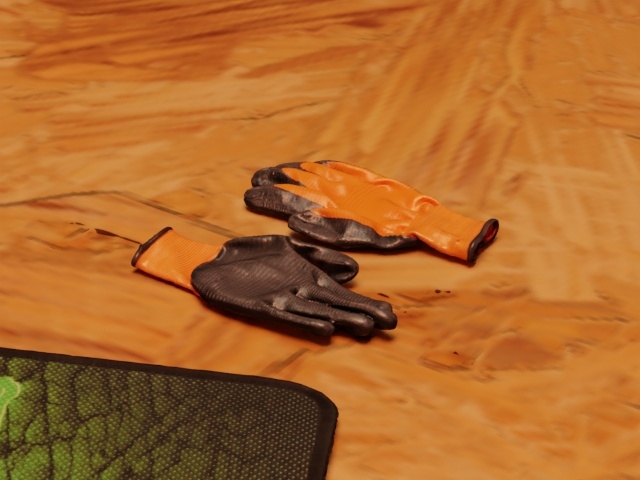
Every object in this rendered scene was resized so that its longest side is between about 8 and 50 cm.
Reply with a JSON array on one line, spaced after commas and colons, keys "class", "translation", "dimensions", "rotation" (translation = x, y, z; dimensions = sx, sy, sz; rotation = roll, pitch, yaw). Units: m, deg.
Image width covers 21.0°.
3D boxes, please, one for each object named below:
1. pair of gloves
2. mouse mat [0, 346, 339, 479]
[{"class": "pair of gloves", "translation": [0.000, 0.000, 0.459], "dimensions": [0.074, 0.010, 0.083], "rotation": [18, 32, 25]}, {"class": "mouse mat", "translation": [-0.081, 0.069, 0.327], "dimensions": [0.153, 0.007, 0.189], "rotation": [6, 29, 5]}]
